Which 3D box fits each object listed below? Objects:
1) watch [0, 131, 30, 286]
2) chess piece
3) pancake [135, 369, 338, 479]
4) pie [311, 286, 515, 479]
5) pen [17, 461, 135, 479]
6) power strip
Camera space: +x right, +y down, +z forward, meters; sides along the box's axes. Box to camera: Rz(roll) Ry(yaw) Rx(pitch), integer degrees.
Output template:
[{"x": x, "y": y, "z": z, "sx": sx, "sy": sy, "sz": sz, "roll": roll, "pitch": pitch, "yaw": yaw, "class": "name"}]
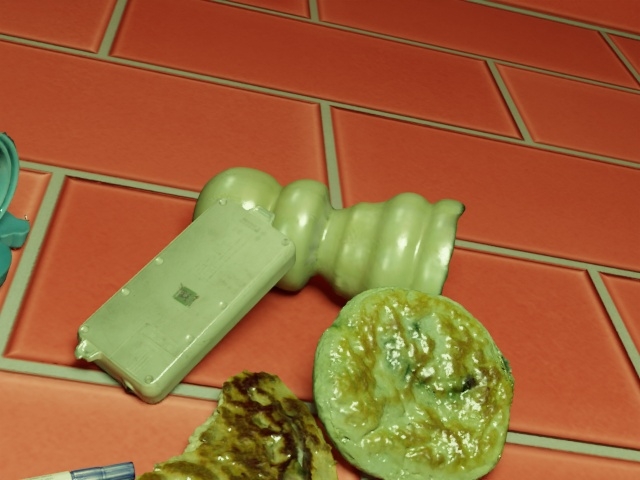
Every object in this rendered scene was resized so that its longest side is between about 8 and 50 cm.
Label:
[{"x": -0.420, "y": -0.058, "z": 1.048, "sx": 0.211, "sy": 0.193, "sz": 0.211, "roll": 12, "pitch": 35, "yaw": -8, "class": "watch"}, {"x": 0.000, "y": 0.000, "z": 1.181, "sx": 0.330, "sy": 0.182, "sz": 0.182, "roll": 15, "pitch": 32, "yaw": 8, "class": "chess piece"}, {"x": -0.096, "y": 0.234, "z": 0.896, "sx": 0.244, "sy": 0.057, "sz": 0.266, "roll": -8, "pitch": 35, "yaw": -23, "class": "pancake"}, {"x": 0.102, "y": 0.156, "z": 1.008, "sx": 0.240, "sy": 0.054, "sz": 0.240, "roll": 10, "pitch": 61, "yaw": -19, "class": "pie"}, {"x": -0.265, "y": 0.225, "z": 0.846, "sx": 0.204, "sy": 0.025, "sz": 0.025, "roll": -4, "pitch": 38, "yaw": -30, "class": "pen"}, {"x": -0.145, "y": 0.061, "z": 1.044, "sx": 0.118, "sy": 0.046, "sz": 0.270, "roll": 33, "pitch": 61, "yaw": 20, "class": "power strip"}]
